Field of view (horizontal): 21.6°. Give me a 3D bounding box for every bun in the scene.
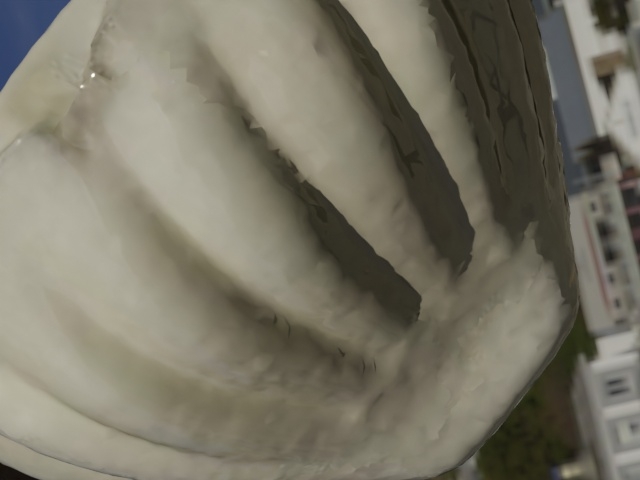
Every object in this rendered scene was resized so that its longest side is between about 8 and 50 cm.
[{"bbox_3d":[0.000,0.000,0.575,0.175,0.263,0.263,41,-170,8],"label":"bun"}]

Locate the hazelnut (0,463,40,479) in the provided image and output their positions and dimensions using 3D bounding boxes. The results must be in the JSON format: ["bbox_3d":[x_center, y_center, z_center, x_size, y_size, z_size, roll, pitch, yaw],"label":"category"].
[{"bbox_3d":[-0.199,0.079,0.973,0.229,0.229,0.229,-14,-90,-77],"label":"hazelnut"}]
